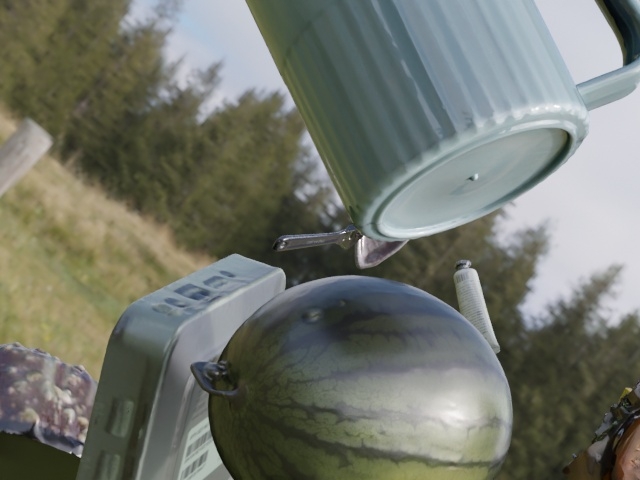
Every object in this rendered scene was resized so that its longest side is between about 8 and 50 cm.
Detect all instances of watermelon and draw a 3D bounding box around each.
[{"bbox_3d":[0.035,0.177,1.338,0.359,0.279,0.279,11,17,-36],"label":"watermelon"}]

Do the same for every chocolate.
[{"bbox_3d":[-0.470,0.296,2.085,0.340,0.225,0.210,28,44,-30],"label":"chocolate"}]

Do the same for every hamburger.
[{"bbox_3d":[0.392,0.265,1.332,0.243,0.261,0.139,54,-5,16],"label":"hamburger"}]

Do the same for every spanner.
[{"bbox_3d":[0.000,0.000,1.777,0.012,0.046,0.208,50,30,22],"label":"spanner"}]

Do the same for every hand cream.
[{"bbox_3d":[0.272,0.125,2.229,0.042,0.067,0.194,32,40,-49],"label":"hand cream"}]

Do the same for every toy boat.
[{"bbox_3d":[0.145,-0.087,1.967,0.111,0.276,0.293,30,-14,-4],"label":"toy boat"}]

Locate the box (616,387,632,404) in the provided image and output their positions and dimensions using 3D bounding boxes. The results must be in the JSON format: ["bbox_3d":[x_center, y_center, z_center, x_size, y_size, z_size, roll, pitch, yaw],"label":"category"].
[{"bbox_3d":[0.586,0.371,2.406,0.023,0.155,0.087,6,24,-43],"label":"box"}]

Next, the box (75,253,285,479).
[{"bbox_3d":[-0.182,0.233,1.643,0.111,0.397,0.396,19,17,14],"label":"box"}]

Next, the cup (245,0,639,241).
[{"bbox_3d":[0.114,-0.190,1.223,0.257,0.331,0.311,-47,-120,51],"label":"cup"}]
